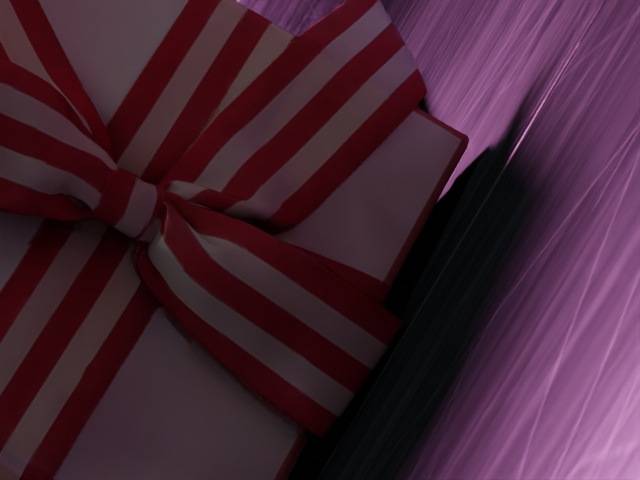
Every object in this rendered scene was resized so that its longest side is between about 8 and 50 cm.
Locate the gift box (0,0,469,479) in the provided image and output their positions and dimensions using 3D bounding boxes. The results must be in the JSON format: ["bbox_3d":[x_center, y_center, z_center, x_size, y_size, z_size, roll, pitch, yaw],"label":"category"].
[{"bbox_3d":[-0.100,-0.002,0.863,0.276,0.255,0.258,-66,4,-21],"label":"gift box"}]

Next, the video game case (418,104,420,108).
[{"bbox_3d":[0.000,0.000,1.163,0.204,0.025,0.285,-59,5,9],"label":"video game case"}]
